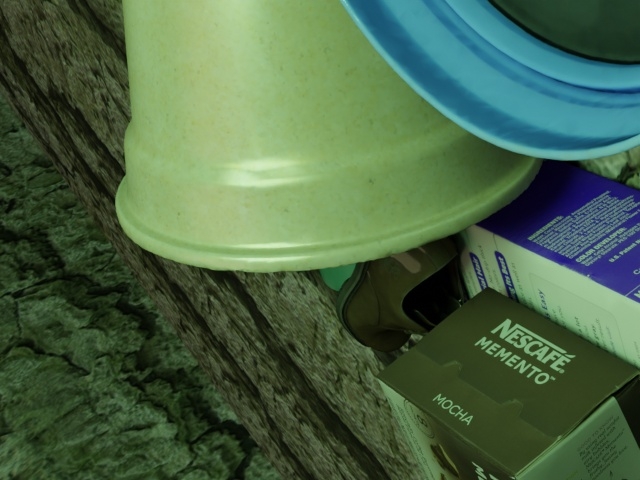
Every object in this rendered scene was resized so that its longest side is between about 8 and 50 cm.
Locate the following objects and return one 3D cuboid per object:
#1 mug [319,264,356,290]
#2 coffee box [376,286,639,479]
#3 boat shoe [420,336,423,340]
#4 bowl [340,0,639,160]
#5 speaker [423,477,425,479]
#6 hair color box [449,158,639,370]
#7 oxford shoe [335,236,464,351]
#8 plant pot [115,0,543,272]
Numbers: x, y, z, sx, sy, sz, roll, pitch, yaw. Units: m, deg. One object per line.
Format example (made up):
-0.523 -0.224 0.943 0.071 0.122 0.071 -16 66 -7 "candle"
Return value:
0.038 -0.018 1.290 0.129 0.158 0.097 -99 -8 -66 "mug"
0.177 0.202 0.981 0.168 0.119 0.297 33 154 52 "coffee box"
0.213 0.171 1.177 0.324 0.120 0.122 46 160 36 "boat shoe"
0.096 -0.233 0.624 0.391 0.077 0.391 44 148 37 "bowl"
0.149 0.306 1.289 0.131 0.296 0.131 15 149 9 "speaker"
0.208 0.048 1.005 0.339 0.110 0.185 29 148 56 "hair color box"
0.069 0.051 1.084 0.096 0.083 0.227 47 162 20 "oxford shoe"
-0.015 -0.189 0.943 0.334 0.334 0.305 34 139 55 "plant pot"
